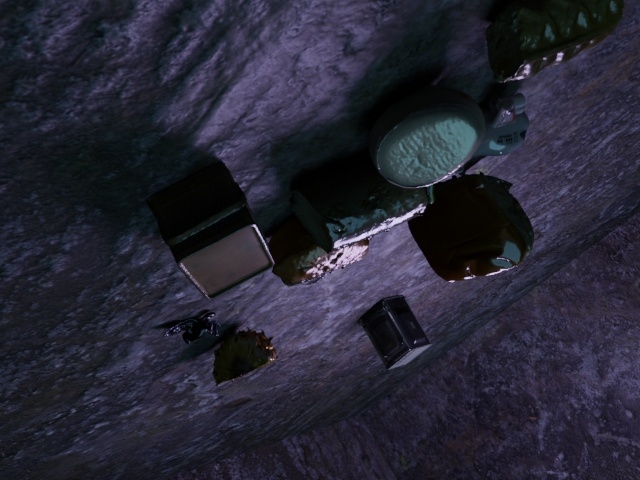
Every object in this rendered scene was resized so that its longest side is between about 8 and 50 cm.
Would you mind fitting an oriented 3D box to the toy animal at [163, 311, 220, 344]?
[{"bbox_3d":[-0.309,0.224,1.979,0.108,0.062,0.220,-20,166,29],"label":"toy animal"}]

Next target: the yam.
[{"bbox_3d":[0.101,-0.092,1.638,0.304,0.168,0.168,-22,158,-15],"label":"yam"}]

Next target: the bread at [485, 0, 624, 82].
[{"bbox_3d":[0.433,-0.395,1.422,0.267,0.130,0.152,-24,154,-17],"label":"bread"}]

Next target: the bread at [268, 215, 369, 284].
[{"bbox_3d":[0.008,-0.006,1.755,0.260,0.129,0.134,-16,154,-35],"label":"bread"}]

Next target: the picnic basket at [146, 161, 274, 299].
[{"bbox_3d":[-0.196,-0.011,1.464,0.165,0.139,0.267,-28,159,-4],"label":"picnic basket"}]

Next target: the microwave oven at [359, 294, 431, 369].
[{"bbox_3d":[0.252,0.314,2.669,0.129,0.205,0.163,-7,149,-45],"label":"microwave oven"}]

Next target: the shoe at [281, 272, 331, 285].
[{"bbox_3d":[-0.010,0.062,1.934,0.180,0.089,0.092,-30,158,8],"label":"shoe"}]

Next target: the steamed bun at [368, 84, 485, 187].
[{"bbox_3d":[0.204,-0.209,1.511,0.228,0.131,0.177,-29,123,20],"label":"steamed bun"}]

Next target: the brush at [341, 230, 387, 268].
[{"bbox_3d":[0.139,-0.020,1.906,0.248,0.036,0.043,-47,158,-9],"label":"brush"}]

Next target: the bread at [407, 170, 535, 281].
[{"bbox_3d":[0.355,-0.042,1.843,0.279,0.250,0.225,-20,-170,47],"label":"bread"}]

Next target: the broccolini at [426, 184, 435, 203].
[{"bbox_3d":[0.248,-0.185,1.619,0.054,0.051,0.239,1,117,-11],"label":"broccolini"}]

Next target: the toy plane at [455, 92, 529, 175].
[{"bbox_3d":[0.359,-0.229,1.716,0.252,0.118,0.252,-28,161,-10],"label":"toy plane"}]

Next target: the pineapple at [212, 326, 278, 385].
[{"bbox_3d":[-0.223,0.308,2.173,0.233,0.135,0.079,-32,169,32],"label":"pineapple"}]
